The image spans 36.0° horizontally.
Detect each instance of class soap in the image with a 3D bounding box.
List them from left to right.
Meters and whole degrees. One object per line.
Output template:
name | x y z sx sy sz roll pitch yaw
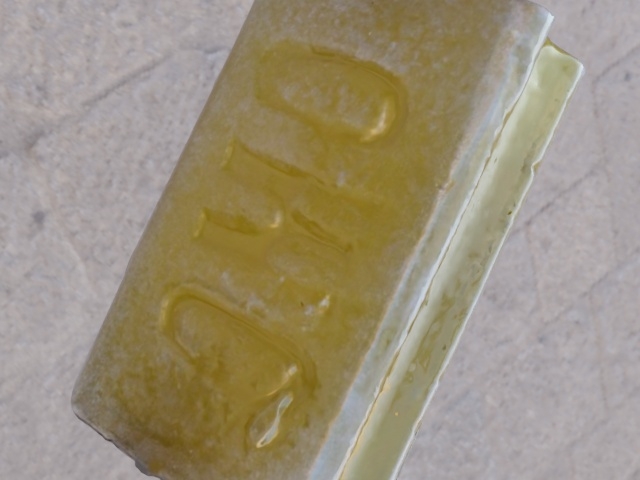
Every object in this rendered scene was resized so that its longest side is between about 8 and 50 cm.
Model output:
soap | 0.000 0.000 0.501 0.089 0.173 0.274 26 88 -57
